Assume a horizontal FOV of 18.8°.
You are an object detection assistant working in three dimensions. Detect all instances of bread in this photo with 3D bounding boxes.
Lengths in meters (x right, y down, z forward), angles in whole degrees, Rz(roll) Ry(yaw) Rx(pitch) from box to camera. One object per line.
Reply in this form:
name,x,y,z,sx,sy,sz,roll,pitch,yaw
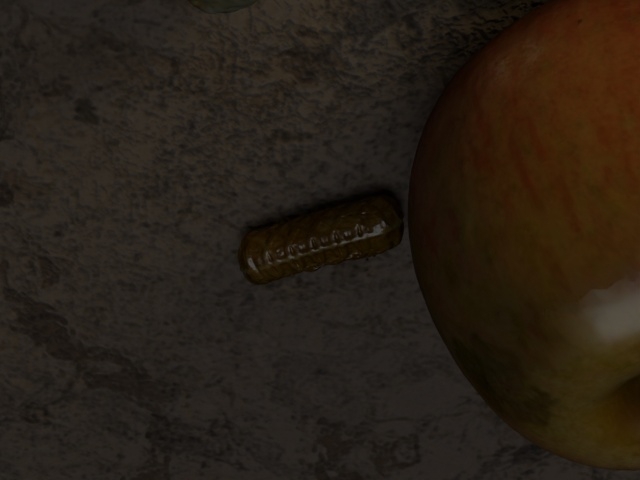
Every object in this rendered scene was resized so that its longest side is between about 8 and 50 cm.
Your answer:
bread,0.000,0.000,1.698,0.157,0.044,0.052,-17,129,18

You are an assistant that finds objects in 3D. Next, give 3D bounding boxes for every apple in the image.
apple,0.242,-0.006,1.491,0.364,0.364,0.364,2,130,3

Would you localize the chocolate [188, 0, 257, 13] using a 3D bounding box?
chocolate,-0.090,-0.299,1.406,0.134,0.134,0.309,-7,128,11
